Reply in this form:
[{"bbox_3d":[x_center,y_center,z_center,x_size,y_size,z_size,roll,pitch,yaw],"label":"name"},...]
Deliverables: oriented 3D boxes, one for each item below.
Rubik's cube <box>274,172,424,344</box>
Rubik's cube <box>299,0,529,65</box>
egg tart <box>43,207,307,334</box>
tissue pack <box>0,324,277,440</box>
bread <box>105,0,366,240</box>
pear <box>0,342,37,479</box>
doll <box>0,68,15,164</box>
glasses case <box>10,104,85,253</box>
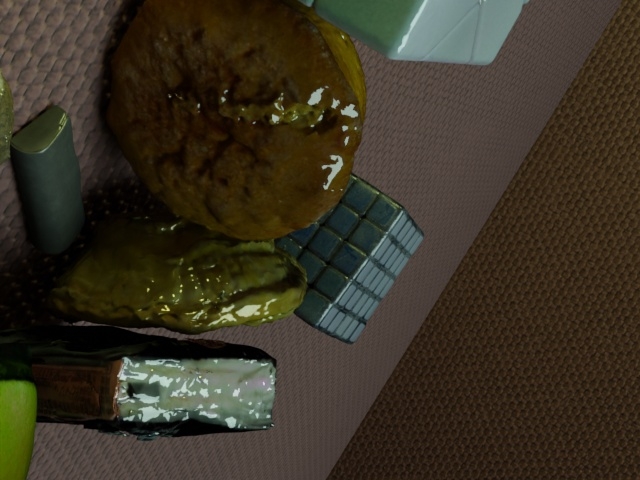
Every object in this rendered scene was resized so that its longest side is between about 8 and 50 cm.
[{"bbox_3d":[0.000,0.000,1.757,0.237,0.237,0.238,-56,162,-1],"label":"Rubik's cube"},{"bbox_3d":[0.084,-0.397,1.160,0.319,0.316,0.321,-15,135,-62],"label":"Rubik's cube"},{"bbox_3d":[-0.172,0.035,1.369,0.352,0.339,0.153,-6,95,-21],"label":"egg tart"},{"bbox_3d":[-0.243,0.159,1.266,0.245,0.332,0.123,9,82,-47],"label":"tissue pack"},{"bbox_3d":[-0.086,-0.154,1.231,0.172,0.312,0.312,-57,170,-53],"label":"bread"},{"bbox_3d":[-0.428,0.269,1.044,0.399,0.165,0.399,-29,172,-4],"label":"pear"},{"bbox_3d":[-0.326,-0.110,0.964,0.115,0.105,0.221,-51,160,-34],"label":"doll"},{"bbox_3d":[-0.300,-0.063,1.220,0.072,0.042,0.190,-53,163,-33],"label":"glasses case"}]
